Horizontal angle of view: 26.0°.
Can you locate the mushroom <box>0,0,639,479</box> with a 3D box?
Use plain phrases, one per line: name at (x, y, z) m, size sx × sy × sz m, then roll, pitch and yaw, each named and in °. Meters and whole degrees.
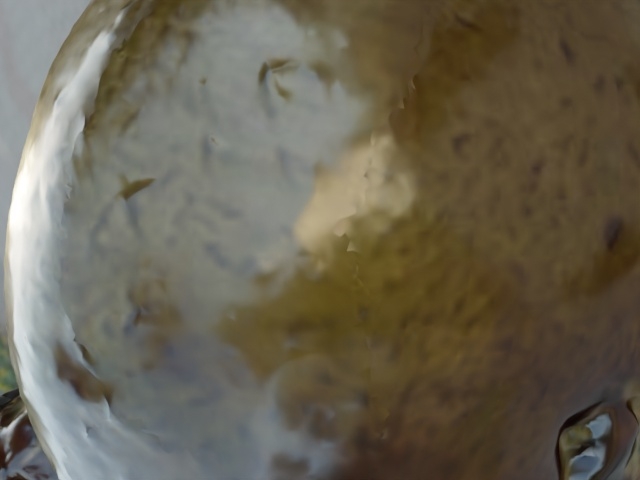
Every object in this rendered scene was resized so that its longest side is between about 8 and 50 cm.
mushroom at (0.021, 0.001, 0.589) m, size 0.356 × 0.331 × 0.334 m, roll -157°, pitch 69°, yaw -67°
